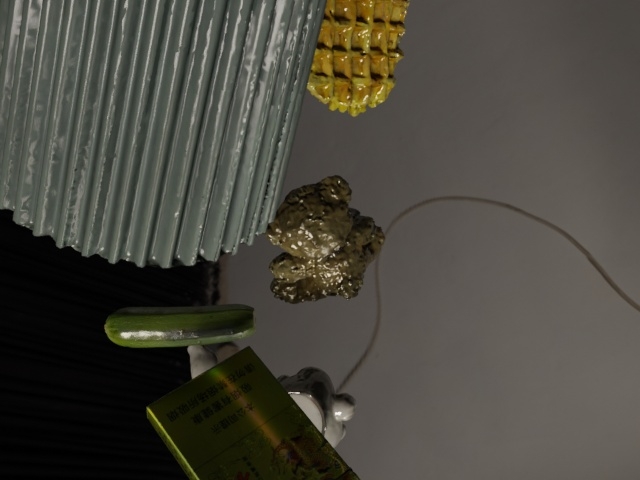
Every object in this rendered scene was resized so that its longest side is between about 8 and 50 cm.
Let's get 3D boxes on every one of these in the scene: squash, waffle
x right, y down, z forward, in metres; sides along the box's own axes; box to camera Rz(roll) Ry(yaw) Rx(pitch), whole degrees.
[{"bbox_3d":[-0.213,0.130,1.123,0.229,0.066,0.066,-3,63,-6],"label":"squash"},{"bbox_3d":[0.052,-0.364,1.163,0.060,0.307,0.312,20,79,42],"label":"waffle"}]

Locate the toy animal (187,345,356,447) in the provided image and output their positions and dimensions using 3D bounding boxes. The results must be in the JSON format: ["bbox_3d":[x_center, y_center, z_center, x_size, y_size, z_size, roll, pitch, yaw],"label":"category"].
[{"bbox_3d":[-0.111,0.297,1.292,0.325,0.154,0.208,19,90,8],"label":"toy animal"}]

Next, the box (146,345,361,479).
[{"bbox_3d":[-0.073,0.297,0.962,0.173,0.043,0.311,-28,61,-28],"label":"box"}]

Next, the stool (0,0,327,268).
[{"bbox_3d":[-0.140,-0.193,0.646,0.297,0.297,0.330,56,139,39],"label":"stool"}]

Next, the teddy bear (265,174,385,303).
[{"bbox_3d":[0.000,0.000,1.441,0.267,0.256,0.156,-33,31,-8],"label":"teddy bear"}]
